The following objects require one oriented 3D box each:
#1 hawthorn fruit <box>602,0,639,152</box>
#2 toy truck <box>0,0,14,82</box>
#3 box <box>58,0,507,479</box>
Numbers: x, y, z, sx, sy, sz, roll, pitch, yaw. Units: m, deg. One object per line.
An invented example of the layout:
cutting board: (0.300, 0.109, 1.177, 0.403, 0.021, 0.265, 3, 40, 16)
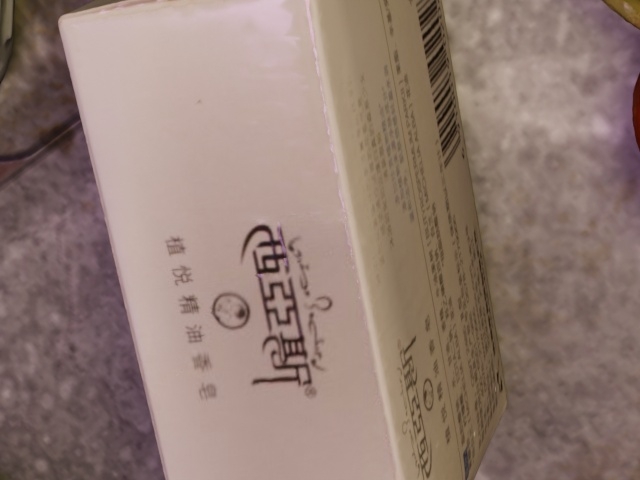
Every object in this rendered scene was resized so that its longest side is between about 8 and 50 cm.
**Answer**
hawthorn fruit: (0.163, -0.088, 0.746, 0.285, 0.165, 0.165, 25, 114, 16)
toy truck: (-0.221, -0.216, 0.800, 0.175, 0.146, 0.367, 11, 111, 7)
box: (-0.003, 0.000, 0.783, 0.116, 0.203, 0.274, -5, 108, 18)
